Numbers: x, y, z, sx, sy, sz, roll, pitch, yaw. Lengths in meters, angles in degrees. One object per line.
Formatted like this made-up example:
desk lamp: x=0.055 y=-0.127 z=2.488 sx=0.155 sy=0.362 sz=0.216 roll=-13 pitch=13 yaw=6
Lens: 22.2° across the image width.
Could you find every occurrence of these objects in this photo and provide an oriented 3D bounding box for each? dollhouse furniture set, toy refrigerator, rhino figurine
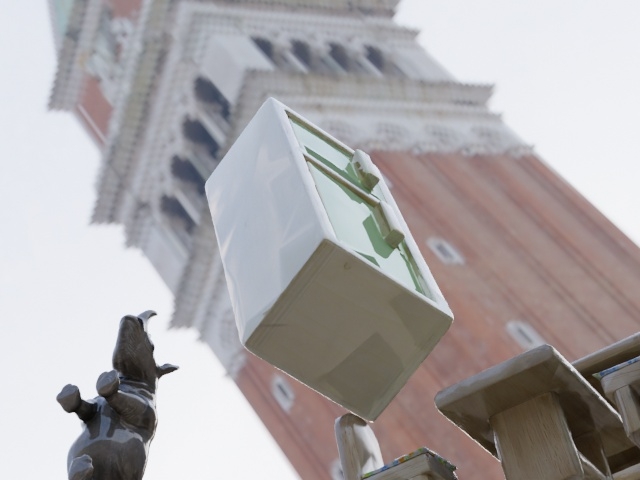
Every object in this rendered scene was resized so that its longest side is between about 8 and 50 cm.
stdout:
dollhouse furniture set: x=0.151 y=0.109 z=1.000 sx=0.212 sy=0.161 sz=0.242 roll=-26 pitch=-37 yaw=18
toy refrigerator: x=0.000 y=0.000 z=1.080 sx=0.102 sy=0.269 sz=0.094 roll=32 pitch=-76 yaw=-19
rhino figurine: x=-0.188 y=0.165 z=1.487 sx=0.073 sy=0.243 sz=0.106 roll=-5 pitch=-39 yaw=27
